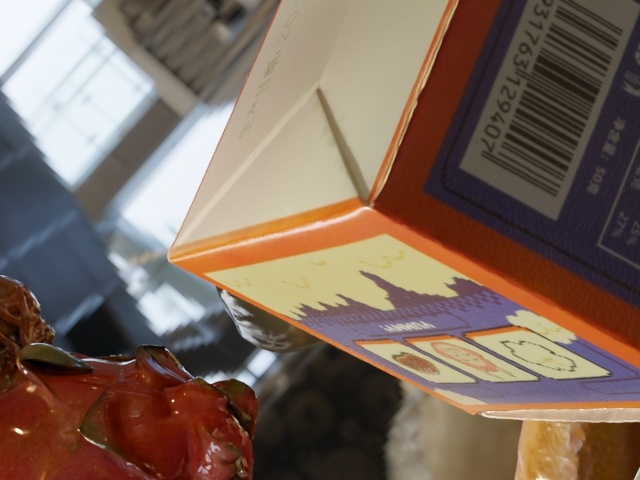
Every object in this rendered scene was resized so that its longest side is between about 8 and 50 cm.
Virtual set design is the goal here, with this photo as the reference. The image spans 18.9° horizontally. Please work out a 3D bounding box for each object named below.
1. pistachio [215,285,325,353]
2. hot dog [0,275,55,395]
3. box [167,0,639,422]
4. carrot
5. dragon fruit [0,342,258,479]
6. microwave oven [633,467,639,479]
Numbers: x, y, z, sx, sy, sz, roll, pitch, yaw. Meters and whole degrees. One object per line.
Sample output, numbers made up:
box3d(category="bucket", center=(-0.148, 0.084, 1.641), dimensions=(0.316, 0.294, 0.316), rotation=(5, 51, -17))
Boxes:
box3d(category="pistachio", center=(0.000, 0.000, 1.391), dimensions=(0.226, 0.136, 0.136), rotation=(-42, 4, 45))
box3d(category="hot dog", center=(-0.352, 0.130, 1.653), dimensions=(0.117, 0.158, 0.349), rotation=(-12, 4, 38))
box3d(category="box", center=(0.131, -0.098, 1.113), dimensions=(0.318, 0.256, 0.349), rotation=(-17, 48, 67))
box3d(category="carrot", center=(0.317, 0.244, 2.304), dimensions=(0.196, 0.196, 0.254), rotation=(-46, -43, -71))
box3d(category="dragon fruit", center=(-0.155, 0.175, 1.419), dimensions=(0.227, 0.224, 0.224), rotation=(-4, 1, 2))
box3d(category="microwave oven", center=(0.432, 0.243, 1.409), dimensions=(0.247, 0.333, 0.394), rotation=(-66, 15, -16))
